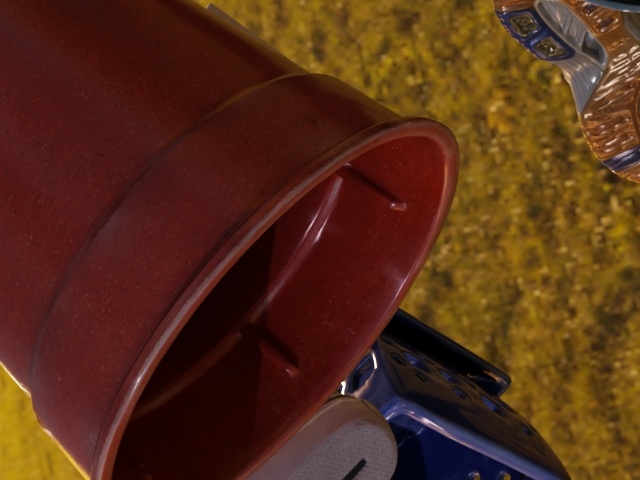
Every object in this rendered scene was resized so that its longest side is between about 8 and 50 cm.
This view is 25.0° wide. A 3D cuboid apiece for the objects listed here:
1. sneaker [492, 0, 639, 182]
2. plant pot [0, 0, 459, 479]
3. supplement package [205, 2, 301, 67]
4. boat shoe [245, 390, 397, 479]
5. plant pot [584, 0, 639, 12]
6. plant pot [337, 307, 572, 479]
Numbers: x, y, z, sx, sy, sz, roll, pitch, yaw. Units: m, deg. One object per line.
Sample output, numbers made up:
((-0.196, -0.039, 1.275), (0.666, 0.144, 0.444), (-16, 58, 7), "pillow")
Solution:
((0.245, -0.174, 1.234), (0.296, 0.112, 0.131), (48, -154, -35), "sneaker")
((-0.110, -0.028, 0.799), (0.265, 0.272, 0.272), (39, 146, 20), "plant pot")
((-0.078, -0.124, 1.620), (0.139, 0.244, 0.133), (-35, 33, 37), "supplement package")
((-0.094, 0.224, 1.018), (0.119, 0.335, 0.121), (25, 146, 51), "boat shoe")
((0.250, -0.301, 1.023), (0.196, 0.293, 0.293), (-16, -85, -74), "plant pot")
((0.067, 0.204, 1.410), (0.236, 0.236, 0.212), (-48, 29, 22), "plant pot")
